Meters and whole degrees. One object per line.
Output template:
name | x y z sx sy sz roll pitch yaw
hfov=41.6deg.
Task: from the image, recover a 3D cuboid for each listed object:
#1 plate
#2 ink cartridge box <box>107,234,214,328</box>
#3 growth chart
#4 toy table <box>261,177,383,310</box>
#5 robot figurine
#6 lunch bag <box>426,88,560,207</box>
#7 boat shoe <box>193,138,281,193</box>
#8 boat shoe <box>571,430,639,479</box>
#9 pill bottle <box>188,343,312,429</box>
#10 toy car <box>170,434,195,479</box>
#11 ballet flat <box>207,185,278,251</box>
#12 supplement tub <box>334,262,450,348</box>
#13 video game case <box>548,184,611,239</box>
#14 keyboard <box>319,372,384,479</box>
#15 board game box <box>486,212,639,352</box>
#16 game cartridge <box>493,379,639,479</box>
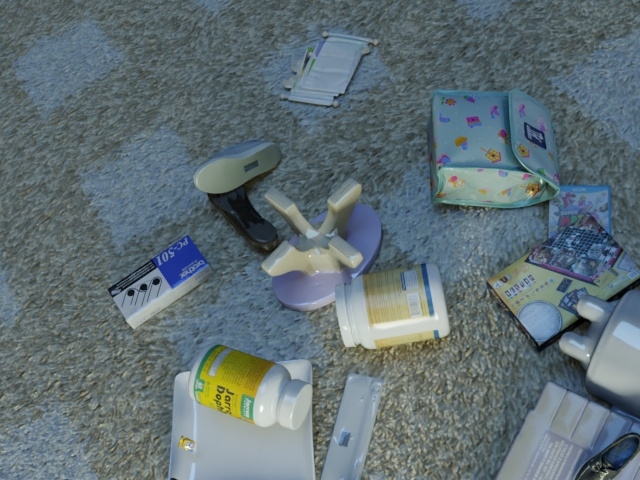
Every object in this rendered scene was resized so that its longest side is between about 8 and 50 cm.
plate | -0.144 0.368 1.577 0.277 0.045 0.278 -8 59 9
ink cartridge box | -0.338 0.087 1.789 0.207 0.046 0.097 -34 60 -9
growth chart | 0.015 -0.414 2.019 0.172 0.021 0.237 19 66 23
toy table | 0.000 0.000 1.696 0.252 0.161 0.274 26 69 25
robot figurine | 0.585 0.211 1.409 0.353 0.200 0.300 26 93 25
lunch bag | 0.357 -0.190 1.730 0.262 0.160 0.223 2 56 1
boat shoe | -0.195 -0.167 1.862 0.227 0.079 0.081 -26 34 -34
boat shoe | 0.444 0.348 1.312 0.142 0.040 0.049 -44 65 4
pill bottle | -0.125 0.270 1.536 0.208 0.117 0.117 16 65 21
toy car | -0.244 0.414 1.517 0.040 0.060 0.122 19 69 -12
ballet flat | -0.171 -0.057 1.835 0.084 0.058 0.250 -30 53 -22
supplement tub | 0.136 0.126 1.597 0.200 0.144 0.144 -10 58 7
video game case | 0.517 -0.038 1.683 0.119 0.015 0.166 2 60 14
keyboard | 0.054 0.368 1.553 0.072 0.014 0.256 6 61 22
board game box | 0.462 0.077 1.599 0.243 0.042 0.165 -33 62 -4
game cartridge | 0.390 0.431 1.362 0.230 0.068 0.355 25 85 29
